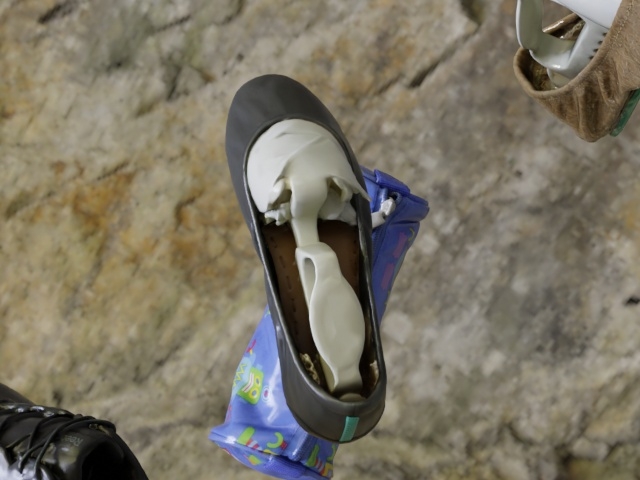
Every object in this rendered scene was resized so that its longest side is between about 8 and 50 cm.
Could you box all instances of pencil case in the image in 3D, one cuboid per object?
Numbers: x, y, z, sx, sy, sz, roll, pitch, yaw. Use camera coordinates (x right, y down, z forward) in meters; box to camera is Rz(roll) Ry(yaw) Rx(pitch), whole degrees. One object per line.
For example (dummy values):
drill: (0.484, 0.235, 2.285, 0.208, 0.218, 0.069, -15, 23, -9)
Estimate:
pencil case: (0.003, 0.070, 1.104, 0.119, 0.306, 0.133, 22, 174, -14)

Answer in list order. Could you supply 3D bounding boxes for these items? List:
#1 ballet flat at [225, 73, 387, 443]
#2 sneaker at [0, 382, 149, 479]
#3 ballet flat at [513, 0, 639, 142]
ballet flat: (0.000, 0.000, 0.846, 0.096, 0.095, 0.280, 119, 138, -73)
sneaker: (-0.180, 0.152, 0.797, 0.286, 0.130, 0.109, 31, -134, 19)
ballet flat: (0.198, -0.160, 0.814, 0.124, 0.116, 0.342, 25, 170, 1)
